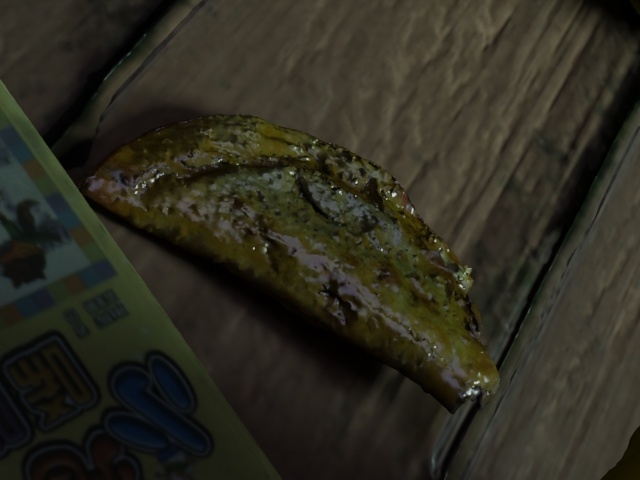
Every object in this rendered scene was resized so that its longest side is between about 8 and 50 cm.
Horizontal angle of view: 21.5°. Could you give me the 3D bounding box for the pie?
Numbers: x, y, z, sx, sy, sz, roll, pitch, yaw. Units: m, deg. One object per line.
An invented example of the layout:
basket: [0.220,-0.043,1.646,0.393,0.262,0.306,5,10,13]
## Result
pie: [0.000,0.000,0.630,0.170,0.034,0.092,34,46,-3]

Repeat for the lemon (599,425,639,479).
lemon: [0.165,0.168,0.486,0.234,0.233,0.288,-2,53,-37]

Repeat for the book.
book: [-0.118,0.037,0.528,0.168,0.013,0.192,-28,78,-46]

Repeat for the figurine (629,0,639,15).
figurine: [0.152,-0.205,0.766,0.344,0.215,0.187,17,47,-24]
